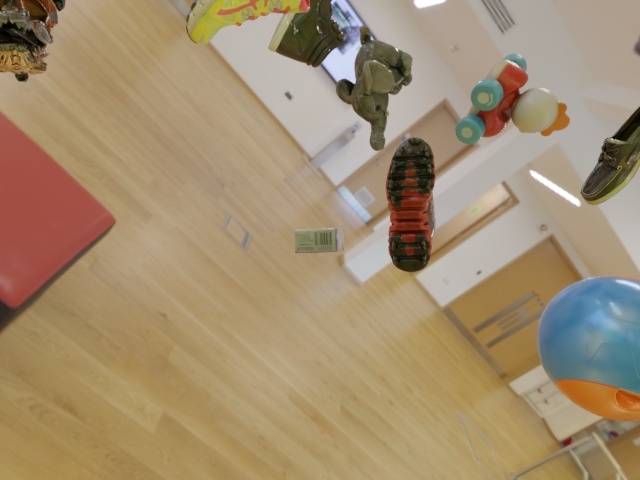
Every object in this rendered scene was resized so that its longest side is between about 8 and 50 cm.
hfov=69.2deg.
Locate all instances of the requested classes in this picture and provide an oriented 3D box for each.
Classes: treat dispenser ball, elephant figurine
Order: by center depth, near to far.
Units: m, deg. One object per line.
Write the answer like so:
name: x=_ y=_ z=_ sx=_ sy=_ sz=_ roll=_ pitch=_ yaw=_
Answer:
treat dispenser ball: x=0.597 y=0.213 z=0.941 sx=0.288 sy=0.288 sz=0.288 roll=47 pitch=16 yaw=-17
elephant figurine: x=0.127 y=-0.378 z=1.157 sx=0.186 sy=0.239 sz=0.169 roll=25 pitch=-31 yaw=14

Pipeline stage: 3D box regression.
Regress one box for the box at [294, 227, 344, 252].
box: x=0.000 y=0.000 z=1.398 sx=0.137 sy=0.126 sz=0.072 roll=-4 pitch=92 yaw=-76

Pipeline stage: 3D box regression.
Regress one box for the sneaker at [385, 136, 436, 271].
sneaker: x=0.192 y=-0.079 z=0.974 sx=0.135 sy=0.098 sz=0.276 roll=-47 pitch=137 yaw=-66

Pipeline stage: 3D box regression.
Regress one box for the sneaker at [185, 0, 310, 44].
sneaker: x=-0.057 y=-0.265 z=0.487 sx=0.094 sy=0.208 sz=0.081 roll=39 pitch=37 yaw=-34

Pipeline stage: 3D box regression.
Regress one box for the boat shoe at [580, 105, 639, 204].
boat shoe: x=0.574 y=-0.173 z=0.885 sx=0.073 sy=0.223 sz=0.080 roll=31 pitch=17 yaw=-18

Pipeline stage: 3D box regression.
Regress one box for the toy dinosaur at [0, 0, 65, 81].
toy dinosaur: x=-0.369 y=-0.317 z=0.532 sx=0.322 sy=0.218 sz=0.164 roll=41 pitch=45 yaw=24

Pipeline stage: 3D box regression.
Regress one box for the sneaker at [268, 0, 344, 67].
sneaker: x=0.010 y=-0.544 z=1.083 sx=0.147 sy=0.296 sz=0.104 roll=26 pitch=15 yaw=-21

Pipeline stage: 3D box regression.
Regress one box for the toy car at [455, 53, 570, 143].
toy car: x=0.521 y=-0.334 z=1.216 sx=0.238 sy=0.210 sz=0.219 roll=34 pitch=53 yaw=17
